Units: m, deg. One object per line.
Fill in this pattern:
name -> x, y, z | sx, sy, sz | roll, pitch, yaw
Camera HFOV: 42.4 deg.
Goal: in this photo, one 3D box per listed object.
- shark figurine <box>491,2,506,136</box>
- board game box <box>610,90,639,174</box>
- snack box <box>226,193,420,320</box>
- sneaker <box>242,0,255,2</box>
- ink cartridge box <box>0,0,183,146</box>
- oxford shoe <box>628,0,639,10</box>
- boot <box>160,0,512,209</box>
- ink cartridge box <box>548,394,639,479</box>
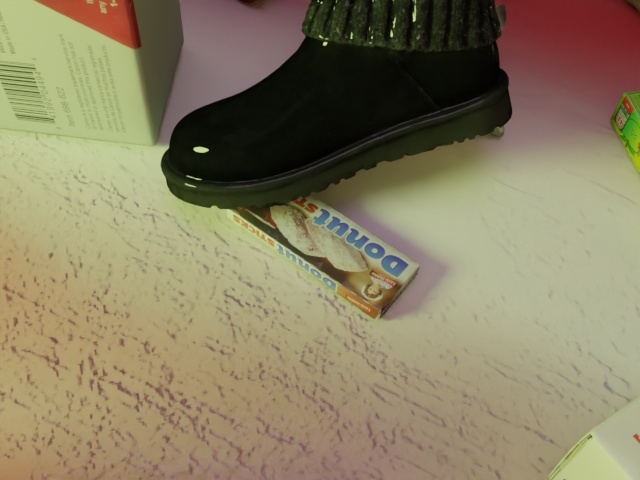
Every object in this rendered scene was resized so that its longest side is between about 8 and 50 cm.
shark figurine -> 0.126, -0.250, 0.892 | 0.166, 0.116, 0.278 | 24, 60, -28
board game box -> 0.370, -0.072, 0.814 | 0.092, 0.043, 0.181 | -9, 58, -9
snack box -> 0.000, 0.000, 0.759 | 0.178, 0.022, 0.064 | 34, 59, 18
sneaker -> -0.108, -0.377, 0.981 | 0.221, 0.087, 0.128 | 46, 56, 10
ink cartridge box -> -0.339, -0.250, 0.752 | 0.384, 0.279, 0.160 | 6, 57, 1
oxford shoe -> 0.446, -0.317, 0.932 | 0.169, 0.130, 0.449 | -36, 67, -25
boot -> -0.004, -0.192, 0.717 | 0.348, 0.260, 0.131 | -18, 34, -2
ink cartridge box -> 0.343, 0.169, 0.609 | 0.273, 0.115, 0.198 | -29, 63, -20
